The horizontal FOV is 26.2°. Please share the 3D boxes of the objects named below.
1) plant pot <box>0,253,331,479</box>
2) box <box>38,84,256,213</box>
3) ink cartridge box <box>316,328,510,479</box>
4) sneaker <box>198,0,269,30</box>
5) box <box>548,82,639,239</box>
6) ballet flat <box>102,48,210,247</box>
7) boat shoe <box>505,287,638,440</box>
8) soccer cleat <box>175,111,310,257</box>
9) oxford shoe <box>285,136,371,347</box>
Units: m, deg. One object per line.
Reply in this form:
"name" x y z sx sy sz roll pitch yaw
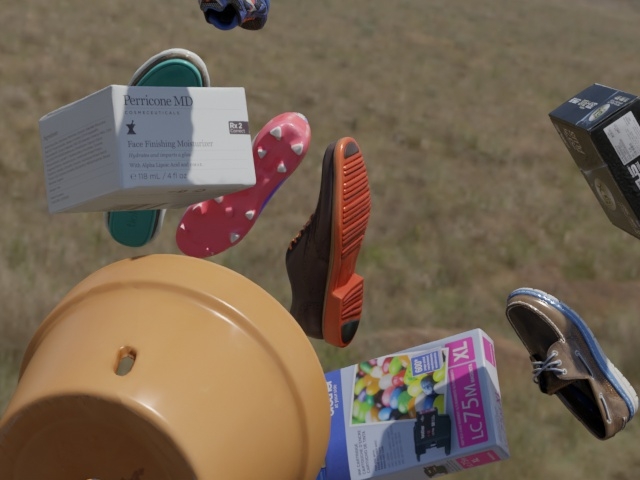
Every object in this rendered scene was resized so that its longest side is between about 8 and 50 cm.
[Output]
"plant pot" -0.157 0.179 1.196 0.291 0.291 0.203 14 21 12
"box" -0.201 -0.103 1.586 0.181 0.119 0.182 -4 -5 -38
"ink cartridge box" 0.106 0.256 1.963 0.311 0.186 0.065 -20 -35 21
"sneaker" -0.131 -0.332 1.936 0.083 0.087 0.221 -1 -9 18
"box" 0.380 -0.096 1.716 0.077 0.180 0.147 -34 17 -1
"ballet flat" -0.274 -0.170 2.280 0.139 0.400 0.139 14 36 -10
"boat shoe" 0.255 0.129 1.428 0.183 0.066 0.066 46 48 0
"soccer cleat" -0.100 -0.073 1.843 0.083 0.248 0.095 40 21 -6
"oxford shoe" 0.000 0.000 1.723 0.098 0.271 0.097 12 18 24
